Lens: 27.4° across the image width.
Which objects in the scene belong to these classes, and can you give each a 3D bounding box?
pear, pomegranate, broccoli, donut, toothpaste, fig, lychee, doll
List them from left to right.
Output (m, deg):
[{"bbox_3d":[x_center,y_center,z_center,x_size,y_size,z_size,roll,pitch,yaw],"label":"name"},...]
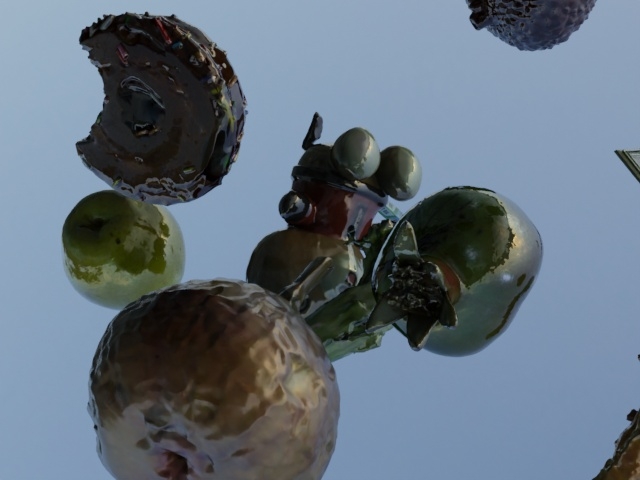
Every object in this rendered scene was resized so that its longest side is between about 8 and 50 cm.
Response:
[{"bbox_3d":[-0.289,0.013,1.945,0.198,0.198,0.198,-23,-146,16],"label":"pear"},{"bbox_3d":[-0.179,-0.157,1.510,0.216,0.230,0.096,8,-153,23],"label":"donut"},{"bbox_3d":[-0.072,0.139,1.470,0.286,0.286,0.368,-4,-154,38],"label":"fig"},{"bbox_3d":[0.000,0.000,1.798,0.174,0.235,0.330,18,-94,43],"label":"doll"},{"bbox_3d":[0.042,0.096,1.624,0.304,0.145,0.165,-28,-136,-14],"label":"broccoli"},{"bbox_3d":[0.111,-0.038,1.996,0.020,0.083,0.017,-19,-133,35],"label":"toothpaste"},{"bbox_3d":[0.102,0.031,1.103,0.191,0.131,0.152,-25,149,-57],"label":"pomegranate"},{"bbox_3d":[0.330,-0.431,2.064,0.260,0.260,0.260,-23,-146,16],"label":"lychee"}]

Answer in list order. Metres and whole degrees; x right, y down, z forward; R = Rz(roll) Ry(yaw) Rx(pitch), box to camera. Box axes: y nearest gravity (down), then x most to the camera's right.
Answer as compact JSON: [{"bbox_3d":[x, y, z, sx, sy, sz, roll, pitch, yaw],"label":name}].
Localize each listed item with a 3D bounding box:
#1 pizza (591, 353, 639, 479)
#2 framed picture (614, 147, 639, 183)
[{"bbox_3d":[0.353,0.262,1.279,0.182,0.365,0.074,-23,-166,-20],"label":"pizza"},{"bbox_3d":[0.423,-0.038,1.491,0.011,0.142,0.183,-48,-115,32],"label":"framed picture"}]
